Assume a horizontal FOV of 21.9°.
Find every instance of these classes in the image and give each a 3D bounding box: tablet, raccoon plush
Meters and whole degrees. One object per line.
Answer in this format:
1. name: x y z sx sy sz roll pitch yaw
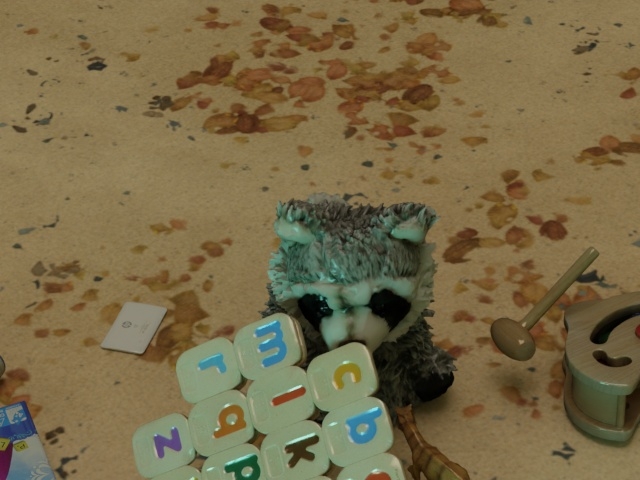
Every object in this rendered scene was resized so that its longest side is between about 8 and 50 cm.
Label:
1. tablet: -0.218 0.102 1.934 0.054 0.006 0.083 8 39 14
2. raccoon plush: 0.000 0.000 1.813 0.216 0.299 0.446 -14 39 -14

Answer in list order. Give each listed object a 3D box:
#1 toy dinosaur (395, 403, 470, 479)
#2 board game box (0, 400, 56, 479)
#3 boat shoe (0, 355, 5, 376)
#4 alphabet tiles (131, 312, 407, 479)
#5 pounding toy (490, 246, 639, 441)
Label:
1. toy dinosaur: 0.134 0.245 1.642 0.064 0.112 0.211 -28 45 -30
2. board game box: -0.397 0.320 1.616 0.319 0.066 0.318 -17 40 -17
3. boat shoe: -0.451 0.134 1.858 0.183 0.066 0.066 11 42 17
4. alphabet tiles: -0.052 0.221 1.611 0.278 0.021 0.284 -24 67 21
5. pounding toy: 0.332 0.105 1.774 0.270 0.154 0.154 -11 34 -10
